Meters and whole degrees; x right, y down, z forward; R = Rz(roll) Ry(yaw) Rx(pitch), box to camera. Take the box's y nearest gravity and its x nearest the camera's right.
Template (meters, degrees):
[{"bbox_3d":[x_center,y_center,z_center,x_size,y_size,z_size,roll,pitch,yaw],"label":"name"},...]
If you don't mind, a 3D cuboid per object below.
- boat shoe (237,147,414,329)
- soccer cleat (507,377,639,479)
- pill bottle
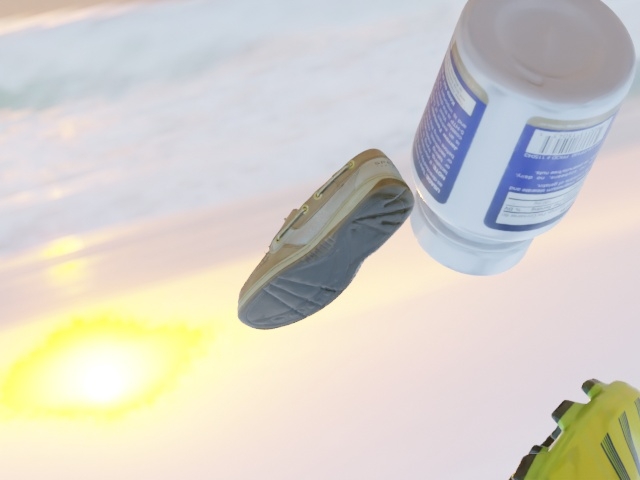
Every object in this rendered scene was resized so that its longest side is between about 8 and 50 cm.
[{"bbox_3d":[0.000,0.000,1.154,0.135,0.045,0.050,-41,134,23],"label":"boat shoe"},{"bbox_3d":[0.140,0.173,1.015,0.093,0.121,0.289,-63,175,31],"label":"soccer cleat"},{"bbox_3d":[0.118,-0.065,1.241,0.112,0.112,0.187,-16,149,-26],"label":"pill bottle"}]
